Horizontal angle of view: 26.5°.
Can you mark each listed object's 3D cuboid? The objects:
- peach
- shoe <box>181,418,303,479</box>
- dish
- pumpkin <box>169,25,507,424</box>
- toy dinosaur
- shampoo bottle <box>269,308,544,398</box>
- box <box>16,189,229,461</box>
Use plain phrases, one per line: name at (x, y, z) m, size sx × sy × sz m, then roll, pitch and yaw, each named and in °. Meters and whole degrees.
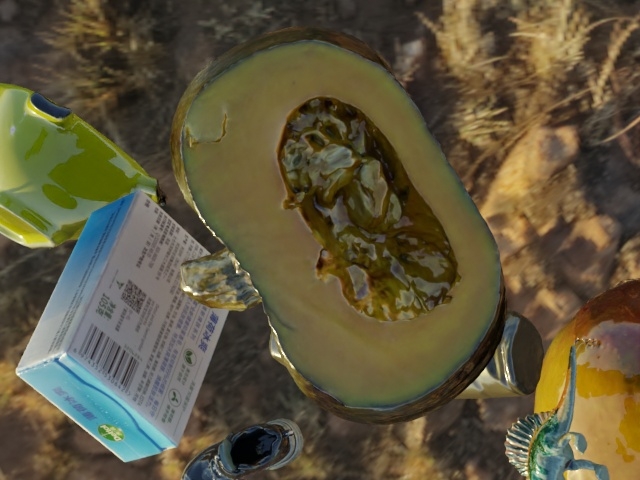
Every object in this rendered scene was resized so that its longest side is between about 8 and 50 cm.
peach at (0.411, 0.222, 1.641) m, size 0.290 × 0.372 × 0.372 m, roll -18°, pitch 93°, yaw 4°
shoe at (-0.108, 0.274, 1.721) m, size 0.169 × 0.099 × 0.071 m, roll -26°, pitch 74°, yaw 7°
dish at (-0.291, -0.059, 1.375) m, size 0.262 × 0.221 × 0.108 m, roll 9°, pitch 65°, yaw 53°
pumpkin at (0.000, 0.000, 1.032) m, size 0.222 × 0.139 × 0.317 m, roll -30°, pitch 94°, yaw -3°
toy dinosaur at (0.229, 0.207, 1.379) m, size 0.106 × 0.044 × 0.187 m, roll -15°, pitch 86°, yaw 42°
shampoo bottle at (0.091, 0.109, 1.496) m, size 0.350 × 0.084 × 0.125 m, roll 5°, pitch 65°, yaw 48°
box at (-0.164, 0.073, 1.200) m, size 0.073 × 0.194 × 0.139 m, roll -22°, pitch 125°, yaw 36°
